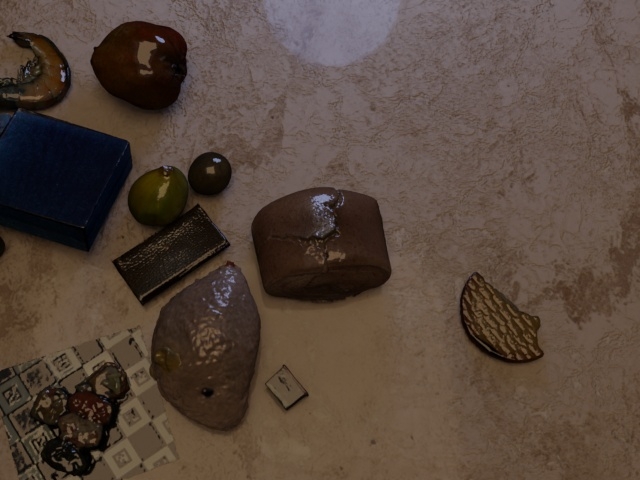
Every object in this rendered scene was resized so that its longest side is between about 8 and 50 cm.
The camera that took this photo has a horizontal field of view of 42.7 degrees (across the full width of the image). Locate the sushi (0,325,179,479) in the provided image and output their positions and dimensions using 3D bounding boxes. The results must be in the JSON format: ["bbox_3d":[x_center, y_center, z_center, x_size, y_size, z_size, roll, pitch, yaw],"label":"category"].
[{"bbox_3d":[-0.509,0.372,1.738,0.339,0.069,0.320,-17,74,-9],"label":"sushi"}]

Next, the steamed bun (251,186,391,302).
[{"bbox_3d":[0.000,0.000,1.823,0.301,0.199,0.251,-6,72,-5],"label":"steamed bun"}]

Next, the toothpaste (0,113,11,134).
[{"bbox_3d":[-0.858,-0.246,1.922,0.272,0.066,0.053,-8,73,-6],"label":"toothpaste"}]

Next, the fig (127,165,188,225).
[{"bbox_3d":[-0.370,-0.102,1.878,0.136,0.121,0.153,35,87,27],"label":"fig"}]

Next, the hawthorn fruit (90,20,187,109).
[{"bbox_3d":[-0.443,-0.424,1.952,0.248,0.208,0.208,12,71,18],"label":"hawthorn fruit"}]

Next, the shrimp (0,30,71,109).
[{"bbox_3d":[-0.759,-0.411,1.988,0.290,0.054,0.222,-12,74,-11],"label":"shrimp"}]

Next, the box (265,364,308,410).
[{"bbox_3d":[-0.075,0.323,1.789,0.063,0.060,0.084,-38,78,-6],"label":"box"}]

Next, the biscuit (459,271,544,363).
[{"bbox_3d":[0.411,0.177,1.879,0.176,0.031,0.228,-11,71,-8],"label":"biscuit"}]

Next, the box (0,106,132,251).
[{"bbox_3d":[-0.608,-0.140,1.855,0.279,0.116,0.261,18,59,2],"label":"box"}]

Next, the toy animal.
[{"bbox_3d":[-0.245,0.214,1.745,0.226,0.188,0.358,10,71,-6],"label":"toy animal"}]

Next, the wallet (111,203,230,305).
[{"bbox_3d":[-0.342,0.032,1.879,0.243,0.039,0.133,-36,71,-13],"label":"wallet"}]

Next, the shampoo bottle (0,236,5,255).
[{"bbox_3d":[-0.884,-0.052,1.848,0.350,0.084,0.125,34,67,8],"label":"shampoo bottle"}]

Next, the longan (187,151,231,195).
[{"bbox_3d":[-0.264,-0.158,1.919,0.106,0.106,0.119,-45,41,-16],"label":"longan"}]
